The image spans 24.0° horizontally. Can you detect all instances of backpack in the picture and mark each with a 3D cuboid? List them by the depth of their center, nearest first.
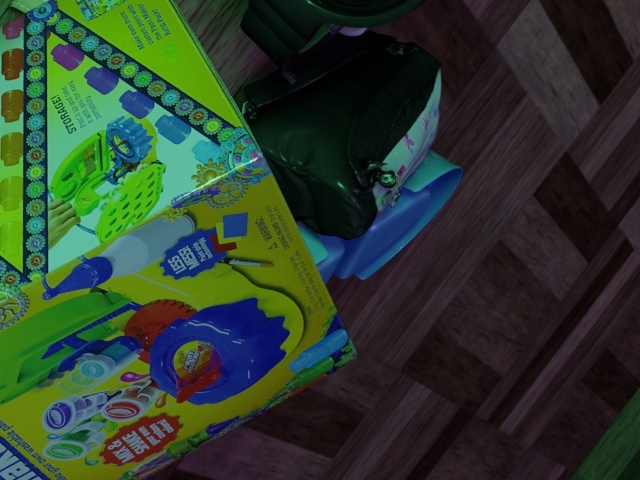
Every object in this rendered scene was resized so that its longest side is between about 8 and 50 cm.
[{"bbox_3d":[0.023,-0.093,1.261,0.182,0.152,0.115,-50,162,-34],"label":"backpack"}]

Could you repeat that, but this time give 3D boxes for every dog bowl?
[{"bbox_3d":[0.000,0.000,1.354,0.297,0.074,0.166,-36,166,-31],"label":"dog bowl"}]

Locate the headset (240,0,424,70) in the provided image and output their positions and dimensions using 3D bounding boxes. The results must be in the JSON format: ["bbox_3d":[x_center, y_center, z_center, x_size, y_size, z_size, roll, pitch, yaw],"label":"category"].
[{"bbox_3d":[0.051,-0.271,1.028,0.243,0.185,0.394,-46,-178,-32],"label":"headset"}]

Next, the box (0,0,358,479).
[{"bbox_3d":[-0.158,0.021,0.967,0.279,0.177,0.290,-29,151,-2],"label":"box"}]

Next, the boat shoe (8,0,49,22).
[{"bbox_3d":[-0.179,-0.098,0.998,0.059,0.063,0.170,-47,154,-24],"label":"boat shoe"}]

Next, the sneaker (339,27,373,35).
[{"bbox_3d":[0.070,-0.221,1.253,0.158,0.061,0.065,-47,159,-10],"label":"sneaker"}]
